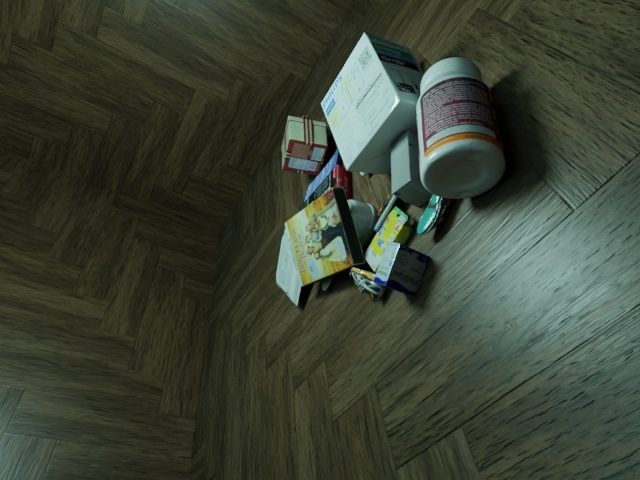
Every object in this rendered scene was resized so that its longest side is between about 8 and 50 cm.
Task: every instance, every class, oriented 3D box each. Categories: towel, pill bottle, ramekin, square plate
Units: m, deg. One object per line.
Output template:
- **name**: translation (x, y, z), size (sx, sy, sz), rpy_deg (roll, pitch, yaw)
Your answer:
- **towel**: translation (-0.002, -0.319, 2.222), size (0.336, 0.040, 0.243), rpy_deg (-45, 22, 41)
- **pill bottle**: translation (0.399, -0.338, 1.219), size (0.224, 0.223, 0.393), rpy_deg (-38, 38, 48)
- **ramekin**: translation (0.127, -0.070, 1.697), size (0.207, 0.108, 0.207), rpy_deg (-47, 31, 40)
- **square plate**: translation (-0.150, 0.108, 2.043), size (0.347, 0.049, 0.345), rpy_deg (-154, 73, -68)

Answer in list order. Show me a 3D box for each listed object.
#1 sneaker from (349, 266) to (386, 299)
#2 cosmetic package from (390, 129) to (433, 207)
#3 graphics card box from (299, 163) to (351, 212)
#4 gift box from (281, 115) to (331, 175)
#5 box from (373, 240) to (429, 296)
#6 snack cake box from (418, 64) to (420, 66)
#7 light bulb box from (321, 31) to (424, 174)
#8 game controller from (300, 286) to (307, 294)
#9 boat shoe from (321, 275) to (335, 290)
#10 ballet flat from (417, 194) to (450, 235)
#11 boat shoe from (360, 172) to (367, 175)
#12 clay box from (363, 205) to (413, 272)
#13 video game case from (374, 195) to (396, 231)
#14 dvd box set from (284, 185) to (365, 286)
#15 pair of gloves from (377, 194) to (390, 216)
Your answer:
- **sneaker**: translation (0.162, 0.150, 1.477), size (0.215, 0.084, 0.083), rpy_deg (18, 93, 66)
- **cosmetic package**: translation (0.319, -0.247, 1.428), size (0.107, 0.127, 0.238), rpy_deg (-42, 36, 45)
- **graphics card box**: translation (0.015, -0.167, 2.033), size (0.371, 0.094, 0.233), rpy_deg (-44, 34, 41)
- **gift box**: translation (-0.080, -0.538, 2.372), size (0.255, 0.276, 0.258), rpy_deg (117, 155, -44)
- **box**: translation (0.251, 0.089, 1.283), size (0.072, 0.126, 0.137), rpy_deg (14, 83, 64)
- **snack cake box**: translation (0.335, -0.627, 1.763), size (0.152, 0.089, 0.265), rpy_deg (-24, 49, 55)
- **light bulb box**: translation (0.217, -0.505, 1.576), size (0.358, 0.225, 0.361), rpy_deg (-48, 50, 46)
- **game controller**: translation (-0.117, 0.148, 2.074), size (0.167, 0.067, 0.319), rpy_deg (-64, 24, 8)
- **boat shoe**: translation (0.044, 0.153, 1.768), size (0.048, 0.042, 0.133), rpy_deg (13, 82, 46)
- **ballet flat**: translation (0.364, -0.095, 1.283), size (0.189, 0.070, 0.070), rpy_deg (-68, 24, 10)
- **boat shoe**: translation (0.165, -0.379, 1.893), size (0.096, 0.098, 0.277), rpy_deg (-56, 28, 22)
- **clay box**: translation (0.243, -0.001, 1.464), size (0.222, 0.053, 0.127), rpy_deg (-60, 23, 15)
- **video game case**: translation (0.248, -0.117, 1.537), size (0.166, 0.015, 0.119), rpy_deg (-61, -2, 15)
- **dvd box set**: translation (0.000, 0.000, 1.693), size (0.420, 0.062, 0.308), rpy_deg (-28, 74, 55)
- **pair of gloves**: translation (0.243, -0.132, 1.590), size (0.074, 0.010, 0.083), rpy_deg (-63, 0, -21)
